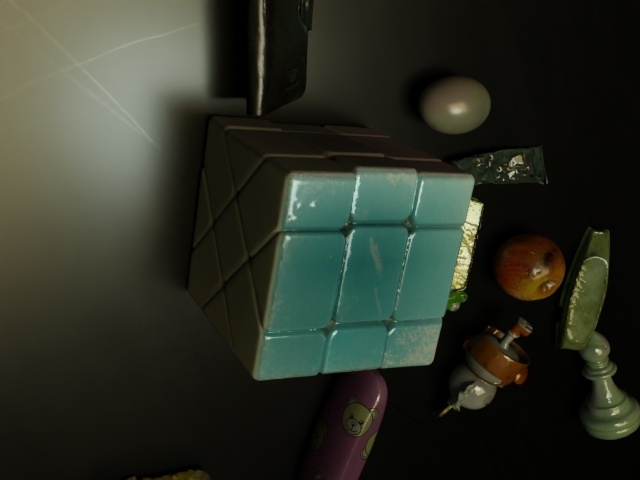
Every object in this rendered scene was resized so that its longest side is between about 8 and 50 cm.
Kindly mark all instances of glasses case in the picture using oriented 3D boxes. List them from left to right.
[{"bbox_3d":[0.041,0.386,1.553,0.076,0.123,0.316,13,103,-37],"label":"glasses case"}]

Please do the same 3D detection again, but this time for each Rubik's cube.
[{"bbox_3d":[0.000,0.000,1.257,0.316,0.319,0.321,1,110,-29],"label":"Rubik's cube"}]

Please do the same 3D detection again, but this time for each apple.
[{"bbox_3d":[0.422,0.054,1.618,0.147,0.146,0.146,-11,115,-24],"label":"apple"}]

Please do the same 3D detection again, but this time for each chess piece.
[{"bbox_3d":[0.647,0.314,1.863,0.139,0.139,0.271,-26,108,-17],"label":"chess piece"}]

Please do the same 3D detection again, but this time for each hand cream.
[{"bbox_3d":[0.339,-0.135,1.541,0.248,0.052,0.075,-7,114,-26],"label":"hand cream"}]

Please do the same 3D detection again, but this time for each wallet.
[{"bbox_3d":[-0.058,-0.351,1.194,0.172,0.045,0.317,-35,134,-56],"label":"wallet"}]

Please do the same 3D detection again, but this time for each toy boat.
[{"bbox_3d":[0.577,0.117,1.761,0.093,0.055,0.292,10,108,6],"label":"toy boat"}]

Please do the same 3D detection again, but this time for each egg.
[{"bbox_3d":[0.235,-0.238,1.413,0.135,0.103,0.103,-6,113,-25],"label":"egg"}]

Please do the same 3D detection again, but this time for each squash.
[{"bbox_3d":[0.199,-0.011,1.517,0.184,0.085,0.191,10,104,-1],"label":"squash"}]

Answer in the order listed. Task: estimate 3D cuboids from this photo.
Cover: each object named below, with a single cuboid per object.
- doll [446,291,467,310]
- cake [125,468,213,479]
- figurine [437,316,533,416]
[{"bbox_3d":[0.206,0.127,1.582,0.190,0.050,0.115,-12,122,-19],"label":"doll"},{"bbox_3d":[-0.303,0.560,1.379,0.286,0.227,0.222,-3,112,-27],"label":"cake"},{"bbox_3d":[0.333,0.266,1.670,0.271,0.143,0.143,-37,126,19],"label":"figurine"}]
